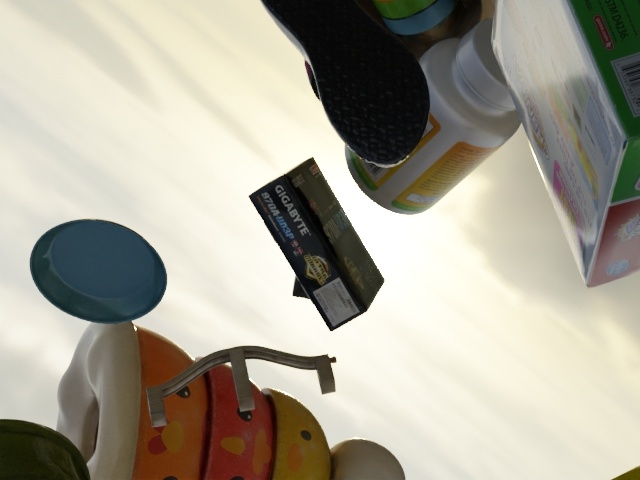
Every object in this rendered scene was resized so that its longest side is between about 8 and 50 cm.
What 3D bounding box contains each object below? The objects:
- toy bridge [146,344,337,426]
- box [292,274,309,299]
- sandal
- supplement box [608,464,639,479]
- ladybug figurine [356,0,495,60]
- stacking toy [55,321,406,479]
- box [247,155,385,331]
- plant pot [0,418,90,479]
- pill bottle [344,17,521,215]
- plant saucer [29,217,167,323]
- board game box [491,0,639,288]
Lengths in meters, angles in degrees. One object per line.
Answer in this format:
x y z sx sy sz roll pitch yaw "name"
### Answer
-0.076 0.133 1.758 0.026 0.188 0.063 85 172 -53 "toy bridge"
-0.005 0.035 2.339 0.052 0.083 0.062 10 180 -1 "box"
0.016 -0.117 1.160 0.179 0.067 0.040 58 173 29 "sandal"
0.290 0.342 1.619 0.195 0.356 0.194 55 -163 -19 "supplement box"
0.099 -0.352 2.220 0.162 0.305 0.449 -83 -29 -44 "ladybug figurine"
-0.108 0.291 2.447 0.480 0.350 0.350 8 -164 -19 "stacking toy"
0.000 0.000 2.034 0.175 0.051 0.220 59 -169 -2 "box"
-0.323 0.434 1.823 0.366 0.366 0.353 31 -165 -52 "plant pot"
0.145 -0.143 2.058 0.136 0.246 0.136 19 -128 -25 "pill bottle"
-0.189 0.021 1.553 0.119 0.119 0.021 36 -145 -23 "plant saucer"
0.203 -0.128 1.381 0.316 0.064 0.242 81 171 -71 "board game box"
